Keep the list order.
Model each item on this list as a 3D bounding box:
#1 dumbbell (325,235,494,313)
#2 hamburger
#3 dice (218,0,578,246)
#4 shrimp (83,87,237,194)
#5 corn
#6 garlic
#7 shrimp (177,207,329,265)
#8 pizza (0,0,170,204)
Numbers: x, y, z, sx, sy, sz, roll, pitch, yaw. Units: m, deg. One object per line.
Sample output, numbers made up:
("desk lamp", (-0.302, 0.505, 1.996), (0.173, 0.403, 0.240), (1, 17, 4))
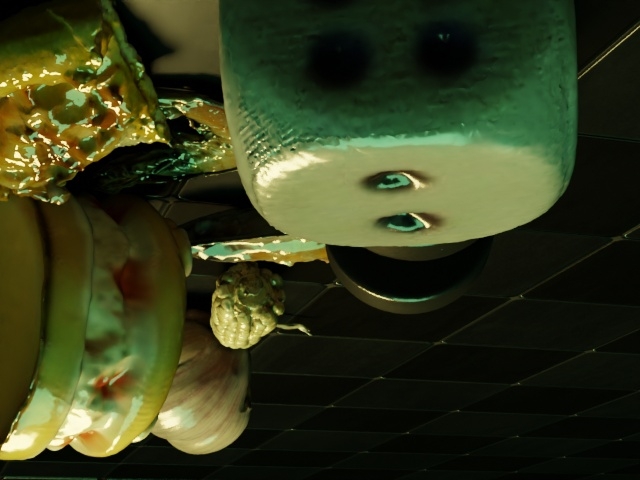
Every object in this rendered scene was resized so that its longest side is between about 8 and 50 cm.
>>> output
("dumbbell", (0.075, -0.038, 1.024), (0.153, 0.152, 0.218), (-2, 162, 2))
("hamburger", (-0.243, 0.071, 1.192), (0.186, 0.260, 0.303), (8, 179, -38))
("dice", (0.047, -0.110, 0.740), (0.194, 0.193, 0.192), (-2, 163, 5))
("shrimp", (-0.145, -0.084, 1.048), (0.195, 0.035, 0.148), (-11, 159, 24))
("corn", (-0.095, 0.083, 1.490), (0.087, 0.087, 0.211), (3, 165, -12))
("garlic", (-0.155, 0.156, 1.657), (0.257, 0.207, 0.207), (-32, 180, -34))
("shrimp", (0.000, 0.000, 1.279), (0.317, 0.062, 0.164), (-3, 165, -5))
("pizza", (-0.230, -0.088, 0.961), (0.182, 0.073, 0.365), (25, 150, -34))
